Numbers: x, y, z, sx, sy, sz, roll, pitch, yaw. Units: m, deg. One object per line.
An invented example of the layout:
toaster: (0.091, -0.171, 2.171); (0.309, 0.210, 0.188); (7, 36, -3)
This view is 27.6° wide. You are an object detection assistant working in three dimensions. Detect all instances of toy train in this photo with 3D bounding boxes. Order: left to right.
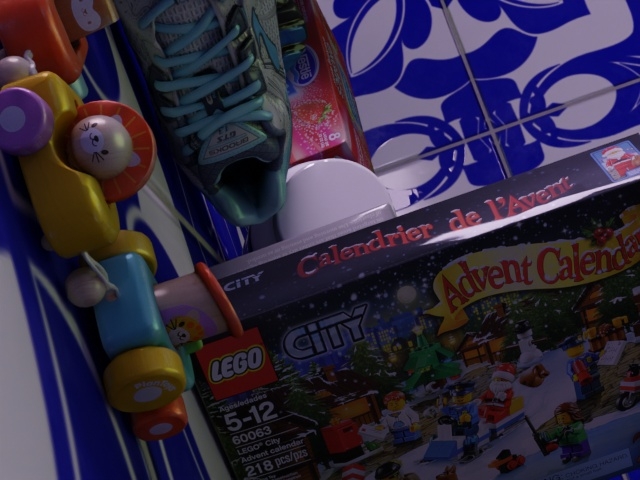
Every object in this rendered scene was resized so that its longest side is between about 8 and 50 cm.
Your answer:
toy train: (-0.066, -0.020, 0.433); (0.125, 0.046, 0.166); (-106, 176, -72)

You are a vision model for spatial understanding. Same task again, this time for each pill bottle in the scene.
pill bottle: (0.000, 0.000, 0.992); (0.186, 0.112, 0.112); (122, -51, -77)

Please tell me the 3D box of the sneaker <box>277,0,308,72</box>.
sneaker: (-0.125, -0.274, 1.230); (0.139, 0.125, 0.341); (42, -13, 29)

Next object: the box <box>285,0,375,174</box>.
box: (-0.028, -0.140, 1.407); (0.128, 0.123, 0.257); (58, 15, -50)

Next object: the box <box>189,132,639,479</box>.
box: (0.065, 0.062, 0.624); (0.044, 0.233, 0.159); (-108, 178, -61)

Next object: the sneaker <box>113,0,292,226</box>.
sneaker: (-0.061, -0.108, 0.802); (0.283, 0.110, 0.122); (69, 5, -61)

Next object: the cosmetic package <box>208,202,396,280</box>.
cosmetic package: (0.027, 0.112, 0.766); (0.107, 0.127, 0.238); (67, 5, -64)
